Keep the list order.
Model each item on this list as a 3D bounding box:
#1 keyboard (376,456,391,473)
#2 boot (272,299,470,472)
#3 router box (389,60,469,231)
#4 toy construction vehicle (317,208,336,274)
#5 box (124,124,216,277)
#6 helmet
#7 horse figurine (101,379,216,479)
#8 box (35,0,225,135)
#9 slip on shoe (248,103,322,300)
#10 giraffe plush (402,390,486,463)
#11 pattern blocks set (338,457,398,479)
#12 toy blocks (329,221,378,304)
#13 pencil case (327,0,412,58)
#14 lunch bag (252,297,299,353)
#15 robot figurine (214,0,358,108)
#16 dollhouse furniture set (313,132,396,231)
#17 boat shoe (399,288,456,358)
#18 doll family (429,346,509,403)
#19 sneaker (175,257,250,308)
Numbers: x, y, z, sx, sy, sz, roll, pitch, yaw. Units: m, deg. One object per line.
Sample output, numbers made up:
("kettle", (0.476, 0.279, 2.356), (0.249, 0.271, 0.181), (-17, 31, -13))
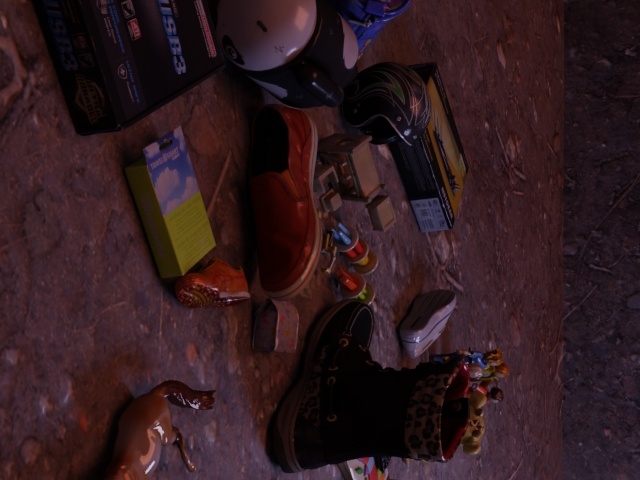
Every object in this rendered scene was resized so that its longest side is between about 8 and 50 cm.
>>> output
("keyboard", (0.135, 0.362, 1.960), (0.180, 0.023, 0.108), (-47, 126, -66))
("boot", (0.106, 0.231, 1.664), (0.377, 0.284, 0.138), (-58, 136, -52))
("router box", (0.246, -0.213, 2.307), (0.243, 0.081, 0.309), (-68, 144, -46))
("toy construction vehicle", (0.000, 0.000, 1.784), (0.086, 0.035, 0.098), (48, 43, -52))
("box", (-0.201, -0.052, 1.354), (0.109, 0.042, 0.178), (-49, 128, -58))
("helmet", (0.138, -0.266, 1.988), (0.169, 0.161, 0.170), (-6, 90, -65))
("horse figurine", (-0.211, 0.270, 1.240), (0.174, 0.066, 0.263), (68, 31, -44))
("box", (-0.247, -0.317, 1.283), (0.293, 0.073, 0.296), (-47, 127, -57))
("slip on shoe", (-0.067, -0.065, 1.575), (0.101, 0.123, 0.332), (26, 57, -46))
("giraffe plush", (0.269, 0.383, 2.120), (0.210, 0.170, 0.182), (3, 82, -65))
("pattern blocks set", (0.082, 0.413, 1.884), (0.285, 0.026, 0.325), (-73, 147, -40))
("toy blocks", (0.054, 0.042, 1.869), (0.148, 0.054, 0.123), (47, 43, -52))
("pencil case", (0.062, -0.390, 1.730), (0.306, 0.119, 0.133), (154, -46, -73))
("lunch bag", (-0.070, 0.134, 1.586), (0.071, 0.053, 0.083), (17, 79, -61))
("robot figurine", (-0.049, -0.311, 1.590), (0.278, 0.209, 0.174), (30, 74, -59))
("dollhouse furniture set", (0.031, -0.077, 1.839), (0.161, 0.101, 0.182), (-40, 124, -35))
("boat shoe", (0.230, 0.181, 2.211), (0.226, 0.083, 0.076), (-34, 128, -50))
("doll family", (0.342, 0.288, 2.306), (0.263, 0.163, 0.118), (46, 44, -53))
("sneaker", (-0.158, 0.058, 1.420), (0.175, 0.064, 0.068), (16, 54, -71))
